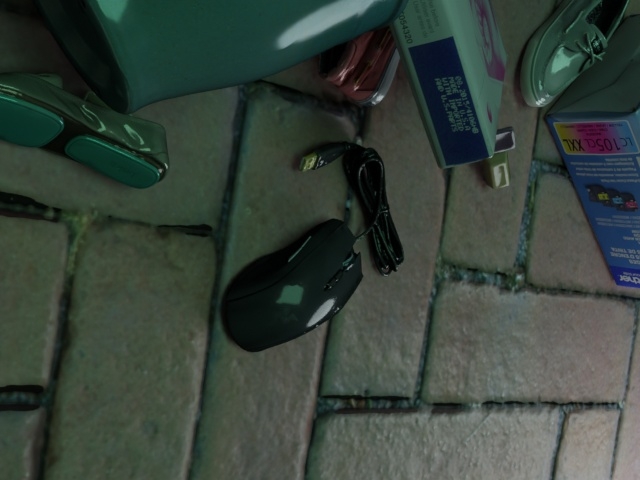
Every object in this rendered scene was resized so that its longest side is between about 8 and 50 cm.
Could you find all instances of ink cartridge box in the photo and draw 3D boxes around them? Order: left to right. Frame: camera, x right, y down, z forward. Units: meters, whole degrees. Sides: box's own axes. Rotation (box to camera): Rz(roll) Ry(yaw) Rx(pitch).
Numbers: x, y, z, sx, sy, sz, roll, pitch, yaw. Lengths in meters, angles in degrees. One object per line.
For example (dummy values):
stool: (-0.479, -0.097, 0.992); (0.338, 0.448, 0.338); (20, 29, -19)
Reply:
ink cartridge box: (0.120, -0.294, 0.978); (0.330, 0.071, 0.324); (-70, 143, -52)
ink cartridge box: (0.521, -0.106, 1.417); (0.270, 0.151, 0.395); (-47, 124, -27)

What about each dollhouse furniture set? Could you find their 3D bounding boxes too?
dollhouse furniture set: (0.198, -0.121, 1.223); (0.114, 0.091, 0.081); (68, 9, -50)

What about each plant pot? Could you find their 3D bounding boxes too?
plant pot: (-0.104, -0.241, 0.794); (0.255, 0.271, 0.272); (-35, 117, -18)

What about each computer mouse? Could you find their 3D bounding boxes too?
computer mouse: (0.000, 0.000, 1.031); (0.262, 0.060, 0.184); (-28, 114, -36)

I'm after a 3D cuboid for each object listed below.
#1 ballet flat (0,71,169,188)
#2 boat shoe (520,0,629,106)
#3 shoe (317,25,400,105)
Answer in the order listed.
ballet flat: (-0.224, -0.108, 0.831); (0.213, 0.072, 0.068); (24, 52, -41)
boat shoe: (0.348, -0.272, 1.286); (0.079, 0.081, 0.227); (50, 63, -33)
shoe: (0.055, -0.243, 1.047); (0.081, 0.063, 0.178); (23, 83, -43)
